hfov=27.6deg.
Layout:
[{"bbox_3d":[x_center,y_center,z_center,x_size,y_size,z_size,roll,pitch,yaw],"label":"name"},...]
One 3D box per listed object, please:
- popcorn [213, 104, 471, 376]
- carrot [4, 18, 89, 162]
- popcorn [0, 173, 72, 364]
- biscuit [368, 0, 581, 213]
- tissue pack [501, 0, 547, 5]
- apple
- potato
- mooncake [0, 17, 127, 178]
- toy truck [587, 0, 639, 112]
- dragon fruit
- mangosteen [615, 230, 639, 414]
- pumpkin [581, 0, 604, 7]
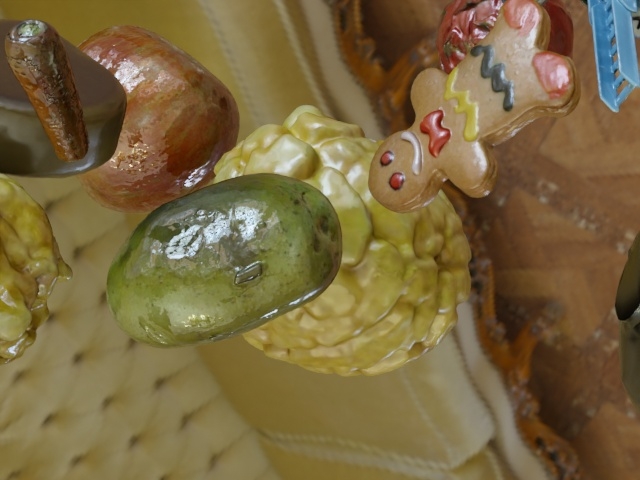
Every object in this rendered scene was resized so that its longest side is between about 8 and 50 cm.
[{"bbox_3d":[0.010,0.017,1.816,0.344,0.354,0.390,-44,78,10],"label":"popcorn"},{"bbox_3d":[-0.257,-0.141,1.254,0.055,0.055,0.161,16,144,25],"label":"carrot"},{"bbox_3d":[-0.380,0.019,1.400,0.253,0.191,0.190,28,125,19],"label":"popcorn"},{"bbox_3d":[0.138,-0.120,1.287,0.250,0.165,0.036,-40,140,25],"label":"biscuit"},{"bbox_3d":[0.231,-0.319,1.362,0.156,0.051,0.112,-36,75,55],"label":"tissue pack"},{"bbox_3d":[-0.277,-0.172,1.976,0.301,0.301,0.301,21,141,19],"label":"apple"},{"bbox_3d":[-0.100,0.019,1.326,0.228,0.197,0.148,-9,133,25],"label":"potato"},{"bbox_3d":[-0.353,-0.156,1.502,0.235,0.235,0.117,29,125,10],"label":"mooncake"},{"bbox_3d":[0.197,-0.133,0.766,0.074,0.136,0.063,9,148,-13],"label":"toy truck"},{"bbox_3d":[0.297,-0.319,2.110,0.241,0.241,0.252,28,178,11],"label":"dragon fruit"},{"bbox_3d":[0.509,0.073,1.475,0.381,0.421,0.381,-1,137,-1],"label":"mangosteen"},{"bbox_3d":[0.271,-0.303,0.938,0.328,0.257,0.291,56,169,0],"label":"pumpkin"}]
